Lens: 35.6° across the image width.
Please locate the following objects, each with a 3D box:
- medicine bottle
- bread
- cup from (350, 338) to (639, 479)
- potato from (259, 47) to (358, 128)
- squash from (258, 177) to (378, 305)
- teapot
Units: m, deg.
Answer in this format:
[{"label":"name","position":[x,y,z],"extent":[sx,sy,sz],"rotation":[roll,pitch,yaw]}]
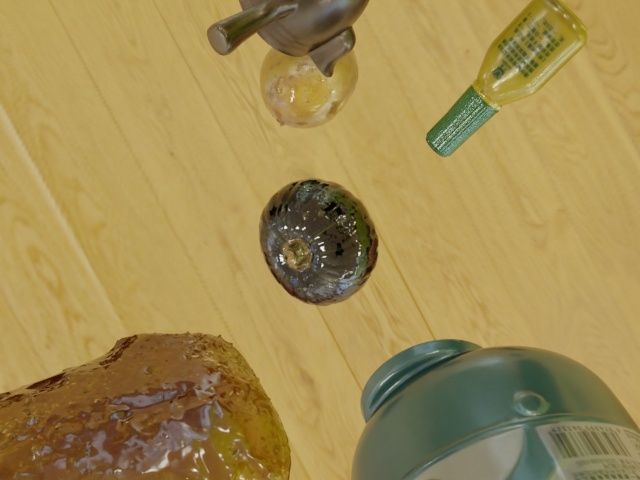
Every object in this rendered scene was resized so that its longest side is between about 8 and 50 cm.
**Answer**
[{"label":"medicine bottle","position":[0.245,-0.217,1.361],"extent":[0.260,0.064,0.095],"rotation":[-46,74,23]},{"label":"bread","position":[-0.148,0.106,0.378],"extent":[0.271,0.139,0.077],"rotation":[-14,112,-14]},{"label":"cup","position":[0.161,0.225,0.683],"extent":[0.290,0.257,0.219],"rotation":[33,114,-34]},{"label":"potato","position":[-0.022,-0.262,1.608],"extent":[0.150,0.234,0.146],"rotation":[26,116,-8]},{"label":"squash","position":[-0.004,0.001,1.502],"extent":[0.193,0.156,0.193],"rotation":[6,119,11]},{"label":"teapot","position":[-0.014,-0.127,0.558],"extent":[0.080,0.110,0.085],"rotation":[-26,103,41]}]
